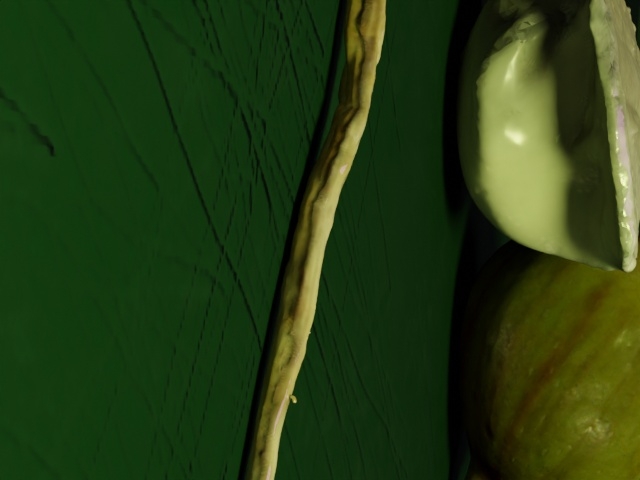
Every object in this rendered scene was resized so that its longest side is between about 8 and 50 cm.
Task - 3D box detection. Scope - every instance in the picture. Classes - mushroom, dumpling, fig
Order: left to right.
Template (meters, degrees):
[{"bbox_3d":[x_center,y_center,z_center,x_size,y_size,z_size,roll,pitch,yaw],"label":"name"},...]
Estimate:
[{"bbox_3d":[0.001,-0.003,0.583,0.028,0.026,0.286,106,-8,-65],"label":"mushroom"},{"bbox_3d":[0.118,0.074,0.964,0.142,0.186,0.148,48,-1,-9],"label":"fig"},{"bbox_3d":[0.110,-0.073,0.886,0.176,0.092,0.150,-71,163,-48],"label":"dumpling"}]
